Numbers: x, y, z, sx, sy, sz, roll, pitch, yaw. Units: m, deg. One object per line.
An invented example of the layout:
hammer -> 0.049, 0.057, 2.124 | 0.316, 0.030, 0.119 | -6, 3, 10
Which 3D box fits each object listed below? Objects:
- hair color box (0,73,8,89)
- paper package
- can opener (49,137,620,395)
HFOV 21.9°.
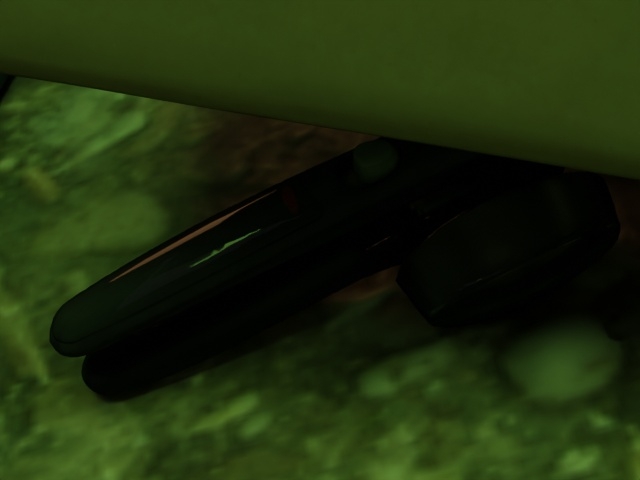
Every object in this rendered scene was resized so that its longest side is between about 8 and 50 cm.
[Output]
hair color box -> -0.250, -0.029, 0.632 | 0.174, 0.105, 0.347 | 0, 46, 22
paper package -> 0.055, -0.185, 0.444 | 0.325, 0.309, 0.168 | 11, 23, 10
can opener -> 0.000, 0.000, 0.536 | 0.186, 0.059, 0.073 | -19, 42, 1
